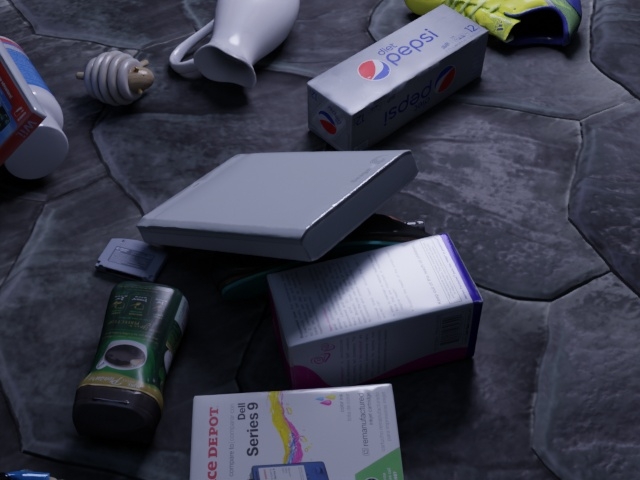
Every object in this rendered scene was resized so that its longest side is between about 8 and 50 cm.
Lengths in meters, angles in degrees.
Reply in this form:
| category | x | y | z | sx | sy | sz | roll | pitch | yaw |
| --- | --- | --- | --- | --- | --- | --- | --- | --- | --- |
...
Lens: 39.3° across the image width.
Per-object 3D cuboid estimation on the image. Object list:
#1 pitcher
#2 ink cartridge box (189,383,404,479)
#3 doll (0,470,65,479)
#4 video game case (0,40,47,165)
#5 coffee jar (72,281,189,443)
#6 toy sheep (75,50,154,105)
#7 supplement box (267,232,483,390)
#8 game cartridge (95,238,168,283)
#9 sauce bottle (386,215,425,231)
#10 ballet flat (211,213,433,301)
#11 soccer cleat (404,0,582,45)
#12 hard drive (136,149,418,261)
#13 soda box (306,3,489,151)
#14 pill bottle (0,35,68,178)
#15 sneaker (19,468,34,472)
| category | x | y | z | sx | sy | sz | roll | pitch | yaw |
| --- | --- | --- | --- | --- | --- | --- | --- | --- | --- |
| pitcher | -0.136 | -0.341 | 1.423 | 0.178 | 0.125 | 0.207 | 9 | 59 | 29 |
| ink cartridge box | -0.024 | 0.238 | 0.913 | 0.212 | 0.093 | 0.154 | -4 | 49 | 1 |
| doll | -0.292 | 0.274 | 0.853 | 0.129 | 0.046 | 0.189 | -37 | 96 | -26 |
| video game case | -0.501 | -0.125 | 1.198 | 0.285 | 0.025 | 0.204 | -44 | 54 | 8 |
| coffee jar | -0.213 | 0.139 | 1.016 | 0.096 | 0.079 | 0.184 | 7 | 48 | 4 |
| toy sheep | -0.312 | -0.246 | 1.359 | 0.132 | 0.091 | 0.091 | 2 | 47 | 22 |
| supplement box | 0.059 | 0.088 | 1.030 | 0.220 | 0.111 | 0.114 | -13 | 49 | -10 |
| game cartridge | -0.242 | 0.025 | 1.160 | 0.083 | 0.017 | 0.056 | 14 | 54 | 14 |
| sauce bottle | 0.071 | -0.012 | 1.165 | 0.128 | 0.042 | 0.042 | -1 | 49 | 1 |
| ballet flat | 0.000 | 0.000 | 1.099 | 0.281 | 0.095 | 0.096 | -10 | 64 | 1 |
| soccer cleat | 0.273 | -0.372 | 1.445 | 0.289 | 0.093 | 0.121 | 10 | 56 | 11 |
| hard drive | -0.060 | -0.050 | 1.100 | 0.308 | 0.040 | 0.203 | 4 | 34 | 46 |
| soda box | 0.116 | -0.240 | 1.331 | 0.286 | 0.091 | 0.098 | -35 | 57 | -25 |
| pill bottle | -0.444 | -0.189 | 1.283 | 0.124 | 0.124 | 0.221 | -26 | 52 | -20 |
| sneaker | -0.342 | 0.284 | 0.893 | 0.166 | 0.076 | 0.065 | -35 | 55 | -26 |
